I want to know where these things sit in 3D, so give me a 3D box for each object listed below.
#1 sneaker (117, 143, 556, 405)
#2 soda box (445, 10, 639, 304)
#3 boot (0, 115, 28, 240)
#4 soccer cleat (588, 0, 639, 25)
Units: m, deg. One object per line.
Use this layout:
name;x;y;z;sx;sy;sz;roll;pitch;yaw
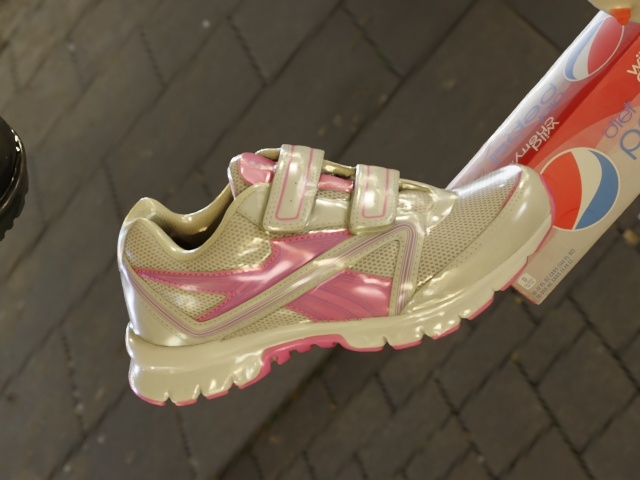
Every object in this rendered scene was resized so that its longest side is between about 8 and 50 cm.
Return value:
sneaker;0.000;0.000;0.849;0.252;0.111;0.103;-18;19;3
soda box;0.207;-0.085;1.175;0.263;0.092;0.083;-49;22;11
boot;-0.229;-0.057;0.674;0.094;0.207;0.246;30;47;27
soccer cleat;0.229;-0.161;0.877;0.068;0.196;0.076;109;151;-56
